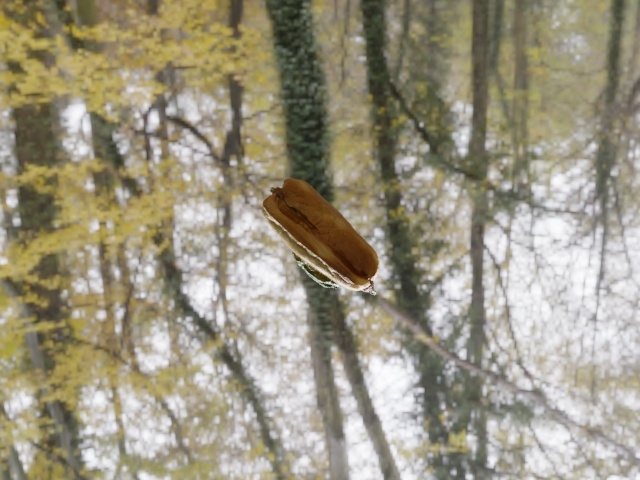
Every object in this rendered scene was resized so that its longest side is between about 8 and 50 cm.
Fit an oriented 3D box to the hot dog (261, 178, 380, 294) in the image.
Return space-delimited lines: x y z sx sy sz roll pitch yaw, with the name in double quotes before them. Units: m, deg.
"hot dog" 0.000 0.000 0.863 0.056 0.041 0.133 -42 -108 -12
